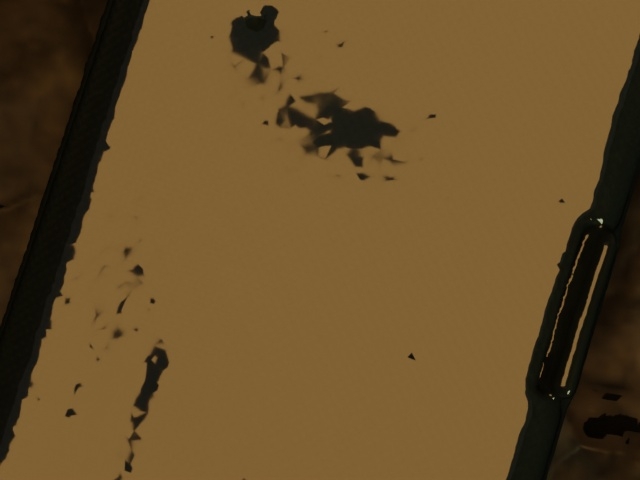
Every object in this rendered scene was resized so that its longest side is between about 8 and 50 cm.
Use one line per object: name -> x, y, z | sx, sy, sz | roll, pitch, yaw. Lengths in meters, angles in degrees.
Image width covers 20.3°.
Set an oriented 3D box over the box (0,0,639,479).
box -> 0.000, 0.000, 0.501 | 0.160, 0.050, 0.230 | 17, 85, 5
